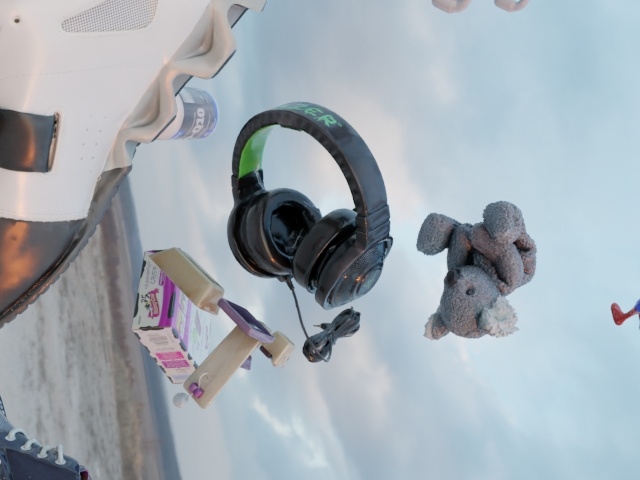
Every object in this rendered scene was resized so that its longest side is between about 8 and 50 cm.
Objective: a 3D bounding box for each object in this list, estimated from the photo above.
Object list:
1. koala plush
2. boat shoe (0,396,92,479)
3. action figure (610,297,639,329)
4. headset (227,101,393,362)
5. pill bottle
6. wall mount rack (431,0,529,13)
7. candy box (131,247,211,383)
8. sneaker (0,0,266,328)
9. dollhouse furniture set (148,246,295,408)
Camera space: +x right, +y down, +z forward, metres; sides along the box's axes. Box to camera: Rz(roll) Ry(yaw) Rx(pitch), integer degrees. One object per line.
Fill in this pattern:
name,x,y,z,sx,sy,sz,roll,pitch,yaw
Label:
koala plush,0.276,0.080,1.027,0.196,0.203,0.221,-12,-137,42
boat shoe,-0.401,0.310,0.797,0.127,0.158,0.340,87,-23,-54
action figure,0.626,0.043,1.025,0.280,0.092,0.139,114,-11,-58
headset,0.000,0.000,0.826,0.244,0.185,0.393,21,-55,37
pill bottle,-0.210,-0.181,0.828,0.137,0.078,0.078,-23,108,-66
wall mount rack,0.136,-0.420,0.781,0.304,0.350,0.130,44,-51,17
candy box,-0.263,0.144,1.068,0.233,0.071,0.159,80,6,-54
sneaker,-0.189,-0.087,0.372,0.122,0.146,0.330,33,-93,47
dollhouse furniture set,-0.095,0.071,0.451,0.114,0.081,0.091,40,-2,26
